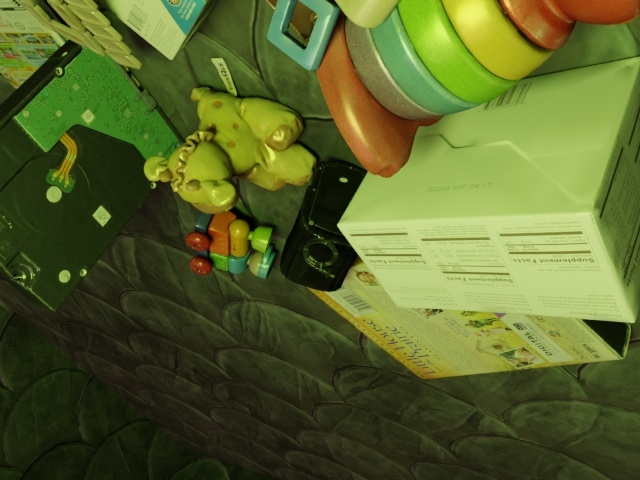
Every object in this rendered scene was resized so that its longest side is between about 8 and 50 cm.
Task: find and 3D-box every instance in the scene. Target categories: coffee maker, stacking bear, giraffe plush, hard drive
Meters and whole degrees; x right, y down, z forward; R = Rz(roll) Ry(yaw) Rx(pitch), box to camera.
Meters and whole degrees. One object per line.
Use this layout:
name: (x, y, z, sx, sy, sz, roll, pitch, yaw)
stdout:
coffee maker: (0.000, 0.000, 0.959, 0.120, 0.171, 0.178, 37, 150, 8)
stacking bear: (0.144, -0.195, 0.561, 0.289, 0.175, 0.164, -21, 112, 44)
giraffe plush: (-0.130, -0.109, 0.911, 0.181, 0.171, 0.210, -2, 138, 43)
hard drive: (-0.361, -0.104, 0.956, 0.064, 0.339, 0.237, 7, 144, 38)

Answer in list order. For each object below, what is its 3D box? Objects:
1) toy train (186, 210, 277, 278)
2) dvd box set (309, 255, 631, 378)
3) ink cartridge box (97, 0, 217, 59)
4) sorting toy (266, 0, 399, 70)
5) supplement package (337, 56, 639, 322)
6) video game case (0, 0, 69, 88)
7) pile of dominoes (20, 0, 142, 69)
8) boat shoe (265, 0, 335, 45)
toy train: (-0.144, -0.020, 1.142, 0.143, 0.105, 0.248, 17, 149, 3)
dvd box set: (0.202, 0.098, 1.043, 0.307, 0.062, 0.420, 40, 149, -17)
ink cartridge box: (-0.222, -0.328, 0.750, 0.231, 0.078, 0.134, 38, 151, -14)
sorting toy: (0.022, -0.291, 0.498, 0.196, 0.047, 0.348, 55, 132, 15)
supplement package: (0.190, -0.046, 0.688, 0.261, 0.204, 0.145, -1, 137, 42)
video game case: (-0.461, -0.309, 1.029, 0.226, 0.026, 0.206, 10, 151, 30)
pile of dominoes: (-0.314, -0.303, 0.797, 0.195, 0.040, 0.251, 29, 171, 15)
boat shoe: (0.010, -0.226, 0.718, 0.178, 0.060, 0.064, 33, 150, -5)
